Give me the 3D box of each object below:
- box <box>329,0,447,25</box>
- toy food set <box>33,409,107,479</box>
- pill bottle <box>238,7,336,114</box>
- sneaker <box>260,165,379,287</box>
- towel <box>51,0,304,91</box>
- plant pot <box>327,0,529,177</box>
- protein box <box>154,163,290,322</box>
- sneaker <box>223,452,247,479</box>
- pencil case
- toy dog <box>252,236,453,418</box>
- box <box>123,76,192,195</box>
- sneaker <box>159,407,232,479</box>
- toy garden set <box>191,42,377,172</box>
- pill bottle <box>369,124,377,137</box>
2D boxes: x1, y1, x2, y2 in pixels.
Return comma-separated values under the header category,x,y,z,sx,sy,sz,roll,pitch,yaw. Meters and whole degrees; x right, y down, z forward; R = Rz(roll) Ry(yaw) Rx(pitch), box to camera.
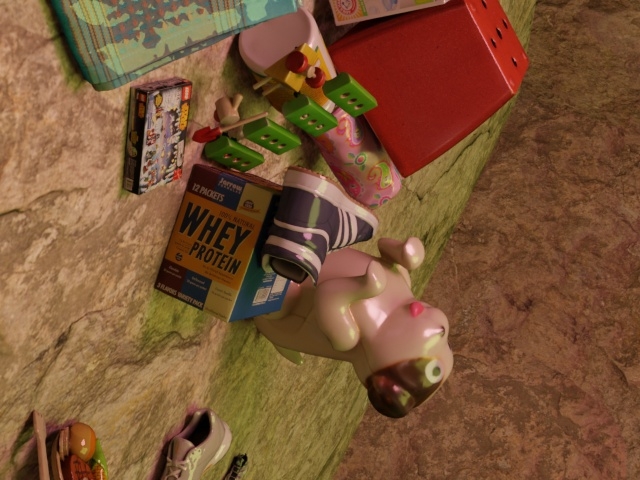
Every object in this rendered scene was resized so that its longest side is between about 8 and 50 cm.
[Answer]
category,x,y,z,sx,sy,sz,roll,pitch,yaw
box,0.116,-0.433,1.160,0.103,0.203,0.114,-47,127,-47
toy food set,-0.322,0.305,0.960,0.039,0.132,0.192,-18,149,-4
pill bottle,-0.040,-0.261,1.096,0.117,0.118,0.208,-65,161,-9
sneaker,0.000,0.000,1.087,0.282,0.099,0.153,31,75,-64
towel,-0.145,-0.331,0.665,0.272,0.040,0.370,-28,146,-18
plant pot,0.215,-0.315,1.267,0.267,0.236,0.267,57,35,-16
protein box,-0.125,0.003,1.124,0.200,0.136,0.201,-1,111,-70
sneaker,-0.200,0.540,1.685,0.098,0.038,0.069,-50,155,-65
pencil case,0.060,-0.178,1.341,0.124,0.124,0.284,-61,140,-20
toy dog,0.059,0.156,1.353,0.285,0.408,0.395,-23,139,-56
box,-0.207,-0.134,0.911,0.094,0.027,0.137,-39,146,-58
sneaker,-0.261,0.424,1.313,0.121,0.099,0.262,77,30,-48
toy garden set,-0.068,-0.189,1.017,0.204,0.244,0.049,18,51,-64
pill bottle,0.158,-0.287,1.534,0.301,0.169,0.169,-38,145,-56
